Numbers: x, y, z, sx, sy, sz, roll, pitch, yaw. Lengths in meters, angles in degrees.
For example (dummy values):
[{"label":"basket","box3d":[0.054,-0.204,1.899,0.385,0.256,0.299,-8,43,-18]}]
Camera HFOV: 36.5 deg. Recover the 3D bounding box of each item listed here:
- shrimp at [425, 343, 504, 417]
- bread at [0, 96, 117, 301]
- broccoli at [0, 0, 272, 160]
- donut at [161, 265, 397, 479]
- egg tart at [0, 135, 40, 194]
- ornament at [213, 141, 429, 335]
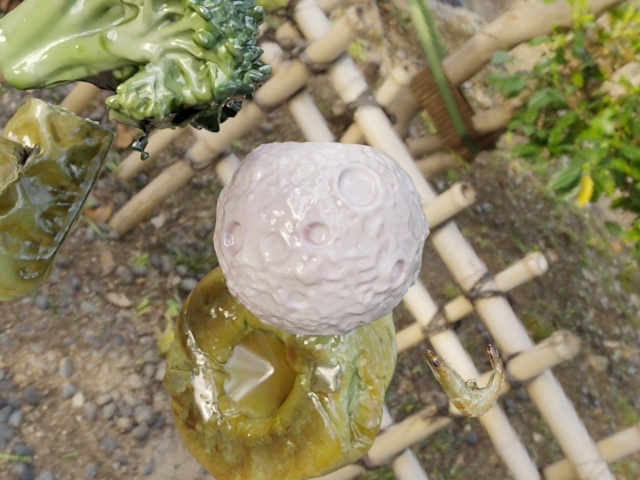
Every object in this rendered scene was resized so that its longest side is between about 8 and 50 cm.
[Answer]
[{"label":"shrimp","box3d":[0.164,0.143,1.092,0.114,0.023,0.083,46,73,-21]},{"label":"bread","box3d":[-0.367,-0.048,1.226,0.130,0.267,0.152,31,8,27]},{"label":"broccoli","box3d":[-0.212,-0.242,1.031,0.348,0.281,0.293,47,20,-59]},{"label":"donut","box3d":[-0.056,0.181,1.402,0.170,0.360,0.360,9,59,-59]},{"label":"egg tart","box3d":[-0.429,-0.067,1.049,0.252,0.232,0.098,-37,119,-35]},{"label":"ornament","box3d":[0.000,0.000,1.167,0.259,0.259,0.225,4,87,-44]}]
